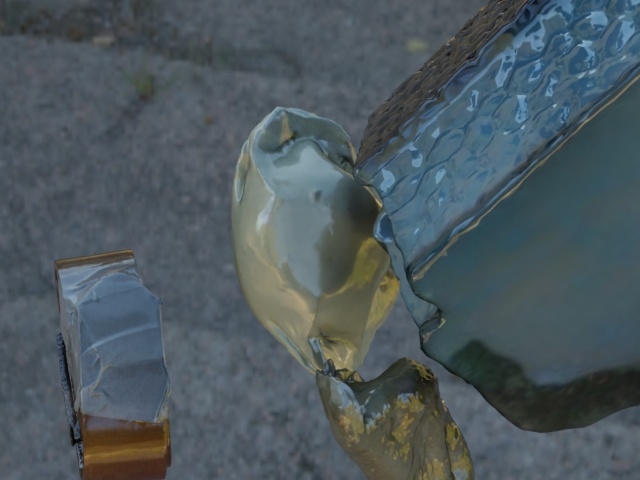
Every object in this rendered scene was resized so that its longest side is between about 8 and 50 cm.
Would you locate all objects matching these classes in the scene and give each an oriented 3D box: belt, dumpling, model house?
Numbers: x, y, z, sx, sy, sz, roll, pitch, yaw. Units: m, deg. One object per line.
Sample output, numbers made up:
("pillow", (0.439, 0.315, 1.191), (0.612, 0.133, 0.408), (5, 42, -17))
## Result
("belt", (-0.216, 0.126, 1.617), (0.105, 0.184, 0.261), (-5, 47, -11))
("dumpling", (0.077, 0.172, 1.288), (0.086, 0.332, 0.166), (-21, 45, 6))
("model house", (0.196, -0.092, 1.279), (0.297, 0.360, 0.339), (31, 23, -39))
("dumpling", (0.000, 0.000, 1.403), (0.162, 0.250, 0.132), (-18, 5, -43))
